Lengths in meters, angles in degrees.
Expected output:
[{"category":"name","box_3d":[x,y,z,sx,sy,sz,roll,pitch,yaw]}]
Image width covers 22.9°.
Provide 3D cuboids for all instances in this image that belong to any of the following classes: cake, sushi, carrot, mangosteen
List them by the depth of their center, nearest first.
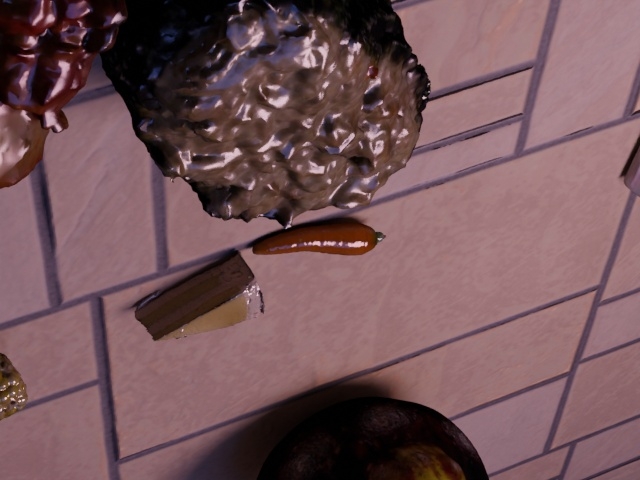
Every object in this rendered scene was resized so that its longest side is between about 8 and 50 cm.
[{"category":"sushi","box_3d":[-0.245,-0.153,1.019,0.196,0.182,0.343,6,132,-33]},{"category":"sushi","box_3d":[-0.044,-0.132,1.178,0.211,0.171,0.350,-26,158,11]},{"category":"cake","box_3d":[-0.117,0.067,1.545,0.121,0.052,0.065,-26,151,-6]},{"category":"carrot","box_3d":[0.000,0.000,1.567,0.142,0.035,0.035,-3,140,-25]},{"category":"mangosteen","box_3d":[0.074,0.338,1.835,0.297,0.313,0.297,-31,151,-20]}]

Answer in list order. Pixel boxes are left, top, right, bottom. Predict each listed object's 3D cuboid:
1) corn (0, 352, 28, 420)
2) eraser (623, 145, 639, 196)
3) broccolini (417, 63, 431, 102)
[{"category":"corn","box_3d":[-0.421,0.165,1.407,0.320,0.097,0.097,-16,146,-24]},{"category":"eraser","box_3d":[0.477,-0.185,1.633,0.213,0.082,0.397,-14,145,-24]},{"category":"broccolini","box_3d":[0.046,-0.089,1.445,0.091,0.068,0.202,-33,155,-33]}]
